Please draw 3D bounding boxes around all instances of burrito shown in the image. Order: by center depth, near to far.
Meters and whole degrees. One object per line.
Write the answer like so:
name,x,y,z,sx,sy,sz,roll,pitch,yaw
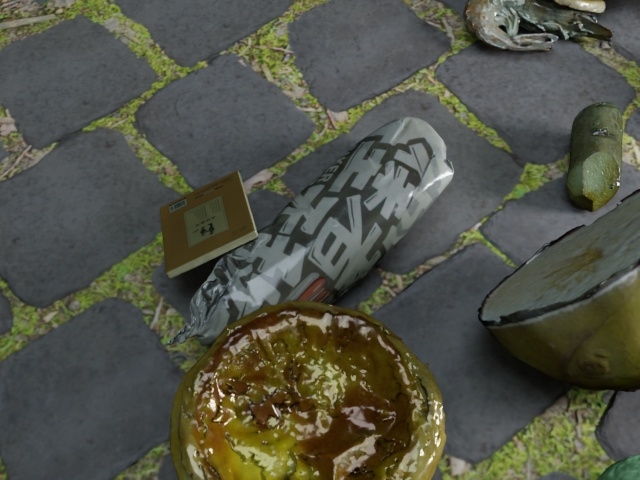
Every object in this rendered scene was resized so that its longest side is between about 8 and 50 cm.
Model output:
burrito,0.000,0.000,1.067,0.139,0.101,0.445,35,63,28

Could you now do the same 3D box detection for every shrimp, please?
shrimp,0.320,-0.318,1.308,0.223,0.047,0.126,19,60,16

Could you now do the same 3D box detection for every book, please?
book,-0.143,-0.024,1.093,0.118,0.012,0.172,-26,31,3

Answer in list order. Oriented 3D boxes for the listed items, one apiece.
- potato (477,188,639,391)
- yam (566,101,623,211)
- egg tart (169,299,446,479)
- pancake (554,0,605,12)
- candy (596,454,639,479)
potato,0.340,0.077,0.931,0.300,0.246,0.196,-32,95,11
yam,0.358,-0.111,1.141,0.070,0.070,0.146,9,54,10
egg tart,-0.011,0.201,0.913,0.290,0.115,0.290,-1,56,1
pancake,0.369,-0.378,1.328,0.139,0.022,0.139,16,30,-10
candy,0.252,0.388,0.753,0.119,0.119,0.440,16,57,15
